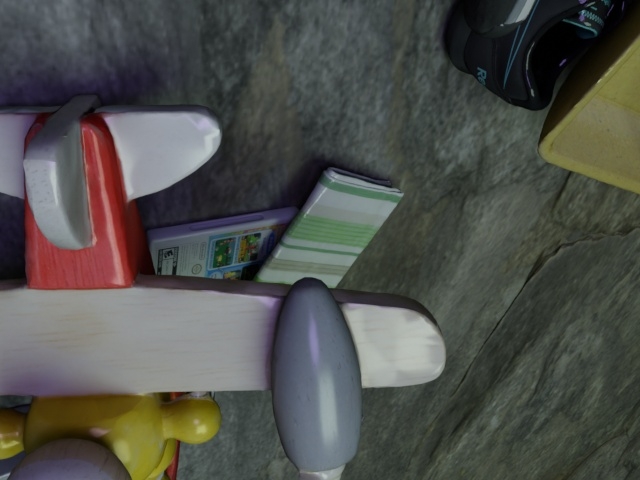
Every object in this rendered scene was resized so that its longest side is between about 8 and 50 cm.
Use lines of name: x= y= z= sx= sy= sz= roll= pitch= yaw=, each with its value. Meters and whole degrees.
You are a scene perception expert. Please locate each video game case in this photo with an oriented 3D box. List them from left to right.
video game case: x=-0.096 y=0.041 z=0.823 sx=0.143 sy=0.019 sz=0.157 roll=-11 pitch=137 yaw=-26

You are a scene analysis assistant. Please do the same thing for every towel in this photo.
towel: x=0.000 y=0.000 z=0.823 sx=0.113 sy=0.023 sz=0.152 roll=10 pitch=123 yaw=-49

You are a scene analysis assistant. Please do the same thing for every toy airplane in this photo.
toy airplane: x=-0.160 y=0.090 z=0.624 sx=0.386 sy=0.272 sz=0.384 roll=-35 pitch=125 yaw=27

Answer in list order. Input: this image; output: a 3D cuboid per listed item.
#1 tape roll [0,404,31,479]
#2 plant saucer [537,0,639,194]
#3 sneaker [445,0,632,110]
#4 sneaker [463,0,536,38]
tape roll: x=-0.298 y=0.259 z=0.883 sx=0.219 sy=0.072 sz=0.219 roll=-18 pitch=141 yaw=-16
plant saucer: x=0.374 y=-0.171 z=0.717 sx=0.332 sy=0.081 sz=0.333 roll=13 pitch=130 yaw=-33
sneaker: x=0.211 y=-0.219 z=0.677 sx=0.101 sy=0.106 sz=0.267 roll=11 pitch=124 yaw=-40
sneaker: x=0.096 y=-0.248 z=0.595 sx=0.132 sy=0.086 sz=0.229 roll=-7 pitch=126 yaw=-22
